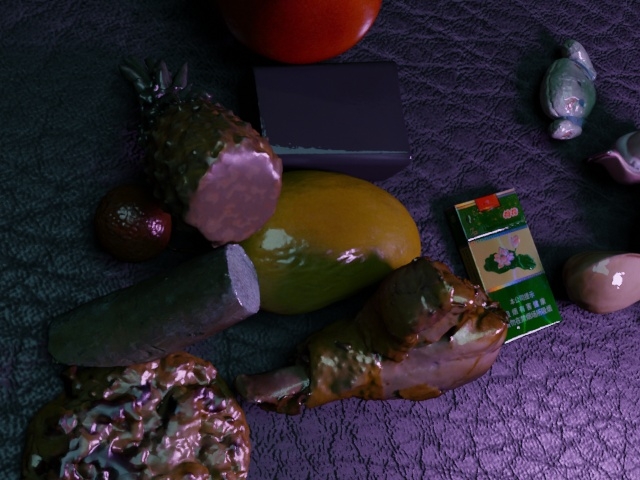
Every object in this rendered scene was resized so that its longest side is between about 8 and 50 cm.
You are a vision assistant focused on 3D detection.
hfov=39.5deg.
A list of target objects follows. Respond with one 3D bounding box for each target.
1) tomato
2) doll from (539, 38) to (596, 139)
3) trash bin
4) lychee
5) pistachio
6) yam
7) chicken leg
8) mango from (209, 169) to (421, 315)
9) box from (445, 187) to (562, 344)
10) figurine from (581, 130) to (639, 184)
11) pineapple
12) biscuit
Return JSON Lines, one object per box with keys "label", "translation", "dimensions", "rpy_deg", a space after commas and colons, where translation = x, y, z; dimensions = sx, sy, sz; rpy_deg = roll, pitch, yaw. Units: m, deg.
{"label": "tomato", "translation": [-0.055, -0.385, 1.253], "dimensions": [0.226, 0.298, 0.298], "rpy_deg": [-32, 92, 0]}
{"label": "doll", "translation": [0.435, -0.259, 1.566], "dimensions": [0.103, 0.071, 0.214], "rpy_deg": [31, 58, -24]}
{"label": "trash bin", "translation": [0.001, -0.174, 1.321], "dimensions": [0.226, 0.115, 0.165], "rpy_deg": [-4, 79, -22]}
{"label": "lychee", "translation": [-0.240, -0.015, 1.175], "dimensions": [0.114, 0.140, 0.101], "rpy_deg": [30, 65, 27]}
{"label": "pistachio", "translation": [0.479, 0.062, 1.480], "dimensions": [0.185, 0.126, 0.108], "rpy_deg": [-1, 46, -30]}
{"label": "yam", "translation": [-0.205, 0.094, 1.114], "dimensions": [0.259, 0.106, 0.106], "rpy_deg": [-23, 87, 8]}
{"label": "chicken leg", "translation": [0.080, 0.125, 1.210], "dimensions": [0.409, 0.295, 0.182], "rpy_deg": [-14, 65, -16]}
{"label": "mango", "translation": [-0.004, -0.007, 1.262], "dimensions": [0.332, 0.142, 0.195], "rpy_deg": [-18, 90, -35]}
{"label": "box", "translation": [0.297, 0.041, 1.443], "dimensions": [0.132, 0.034, 0.235], "rpy_deg": [-16, 84, -27]}
{"label": "figurine", "translation": [0.636, -0.044, 1.535], "dimensions": [0.211, 0.253, 0.361], "rpy_deg": [-35, 84, 15]}
{"label": "pineapple", "translation": [-0.181, -0.136, 1.156], "dimensions": [0.169, 0.169, 0.340], "rpy_deg": [-15, 41, -28]}
{"label": "biscuit", "translation": [-0.224, 0.293, 1.111], "dimensions": [0.289, 0.081, 0.334], "rpy_deg": [17, 69, -22]}
